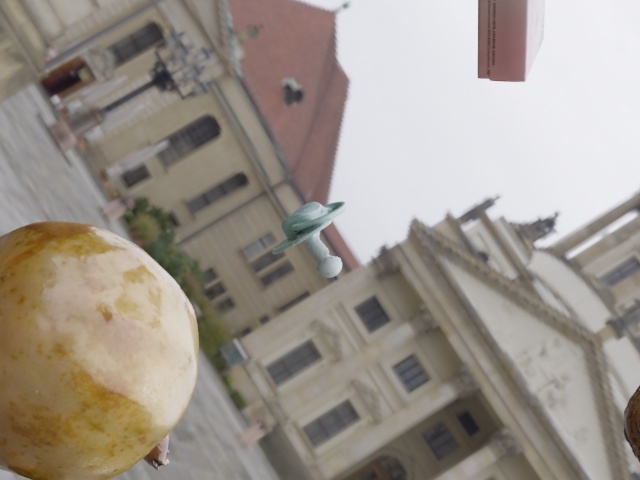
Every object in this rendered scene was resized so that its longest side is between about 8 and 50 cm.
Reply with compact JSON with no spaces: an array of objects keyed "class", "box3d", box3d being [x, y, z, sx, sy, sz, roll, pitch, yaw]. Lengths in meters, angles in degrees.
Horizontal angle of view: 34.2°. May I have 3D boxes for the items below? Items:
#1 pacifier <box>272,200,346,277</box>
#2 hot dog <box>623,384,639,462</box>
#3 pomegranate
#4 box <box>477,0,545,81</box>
[{"class":"pacifier","box3d":[0.000,0.000,1.576,0.116,0.127,0.150,58,20,-4]},{"class":"hot dog","box3d":[0.474,0.210,1.233,0.099,0.227,0.160,-175,-106,-67]},{"class":"pomegranate","box3d":[-0.192,0.083,0.786,0.207,0.207,0.207,57,-7,11]},{"class":"box","box3d":[0.162,-0.207,0.874,0.089,0.043,0.125,-61,152,-47]}]
